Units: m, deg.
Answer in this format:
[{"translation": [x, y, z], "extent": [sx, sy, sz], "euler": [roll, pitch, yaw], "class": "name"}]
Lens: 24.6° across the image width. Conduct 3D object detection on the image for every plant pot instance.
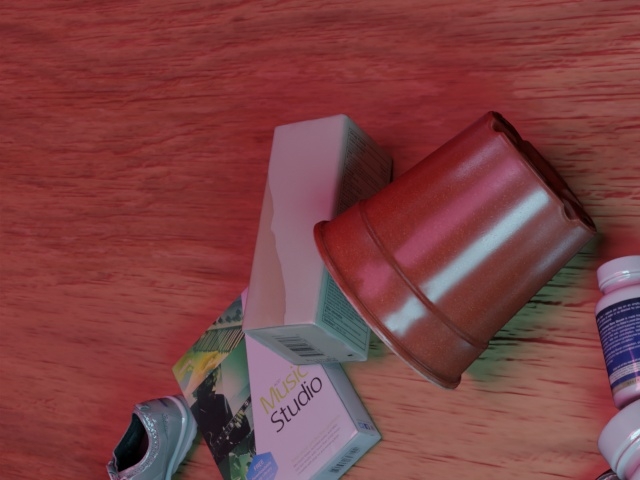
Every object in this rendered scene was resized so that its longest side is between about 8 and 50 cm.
[{"translation": [0.179, -0.003, 1.823], "extent": [0.265, 0.272, 0.272], "euler": [-41, 52, 13], "class": "plant pot"}]

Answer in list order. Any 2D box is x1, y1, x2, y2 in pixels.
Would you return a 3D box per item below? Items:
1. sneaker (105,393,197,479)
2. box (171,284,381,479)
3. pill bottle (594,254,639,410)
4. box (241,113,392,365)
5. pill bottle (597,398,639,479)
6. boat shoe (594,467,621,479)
[{"translation": [-0.283, 0.356, 2.185], "extent": [0.105, 0.115, 0.281], "euler": [24, 99, 44], "class": "sneaker"}, {"translation": [-0.072, 0.228, 2.088], "extent": [0.232, 0.058, 0.322], "euler": [-47, 49, 19], "class": "box"}, {"translation": [0.372, 0.107, 1.710], "extent": [0.094, 0.094, 0.169], "euler": [-25, 61, 33], "class": "pill bottle"}, {"translation": [0.000, 0.000, 2.005], "extent": [0.121, 0.148, 0.311], "euler": [-7, 61, 31], "class": "box"}, {"translation": [0.406, 0.283, 1.594], "extent": [0.131, 0.131, 0.229], "euler": [-49, 51, 18], "class": "pill bottle"}, {"translation": [0.282, 0.410, 1.687], "extent": [0.112, 0.095, 0.335], "euler": [30, 96, 43], "class": "boat shoe"}]
